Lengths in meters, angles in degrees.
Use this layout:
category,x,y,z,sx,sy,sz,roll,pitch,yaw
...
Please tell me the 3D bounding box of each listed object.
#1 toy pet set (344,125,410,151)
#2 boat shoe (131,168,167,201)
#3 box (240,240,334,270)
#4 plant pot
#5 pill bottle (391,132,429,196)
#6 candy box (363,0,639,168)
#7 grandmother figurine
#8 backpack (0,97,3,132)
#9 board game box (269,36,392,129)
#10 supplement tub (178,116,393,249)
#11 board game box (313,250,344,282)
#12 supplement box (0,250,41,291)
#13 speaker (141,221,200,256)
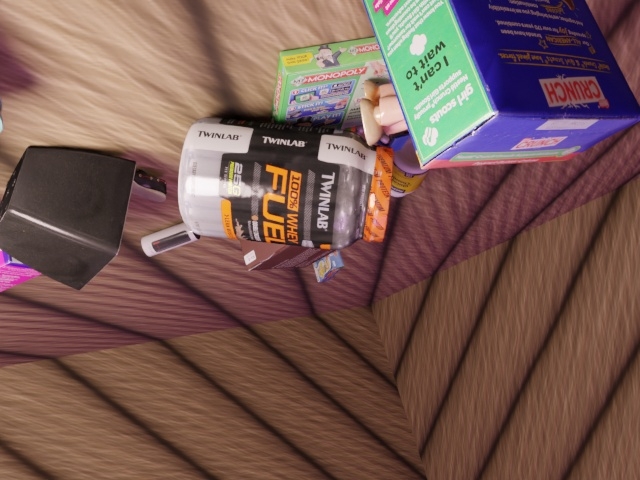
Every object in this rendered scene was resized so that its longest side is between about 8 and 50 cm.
category,x,y,z,sx,sy,sz,roll,pitch,yaw
toy pet set,0.111,-0.204,1.112,0.114,0.065,0.122,-19,-163,-34
boat shoe,-0.354,-0.114,1.057,0.049,0.042,0.133,-18,154,38
box,-0.078,-0.032,1.388,0.203,0.167,0.168,0,157,-47
plant pot,-0.440,-0.049,0.933,0.167,0.187,0.188,22,144,-33
pill bottle,0.204,-0.173,1.328,0.103,0.103,0.184,-15,164,-9
candy box,0.202,-0.252,0.660,0.268,0.317,0.122,-7,161,-33
grandmother figurine,0.240,-0.234,0.851,0.342,0.207,0.104,-7,139,18
backpack,-0.445,-0.175,0.615,0.152,0.115,0.182,-19,167,-4
board game box,0.076,-0.270,0.968,0.317,0.046,0.213,-13,163,-14
supplement tub,-0.052,-0.095,0.948,0.338,0.207,0.207,6,164,4
board game box,0.000,0.000,1.518,0.035,0.201,0.136,-11,163,-22
supplement box,-0.667,0.038,1.104,0.220,0.111,0.114,-21,165,14
speaker,-0.373,-0.006,1.375,0.136,0.055,0.055,-18,164,6
